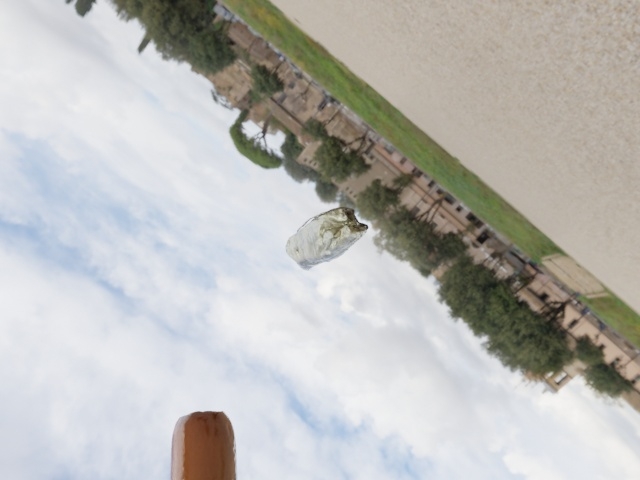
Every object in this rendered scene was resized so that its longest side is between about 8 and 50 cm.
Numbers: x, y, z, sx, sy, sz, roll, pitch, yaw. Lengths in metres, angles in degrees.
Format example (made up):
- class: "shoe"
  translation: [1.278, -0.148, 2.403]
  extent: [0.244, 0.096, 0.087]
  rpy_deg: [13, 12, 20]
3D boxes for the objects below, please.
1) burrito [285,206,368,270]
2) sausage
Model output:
- class: "burrito"
  translation: [0.001, 0.002, 0.681]
  extent: [0.229, 0.058, 0.063]
  rpy_deg: [146, 111, -69]
- class: "sausage"
  translation: [-0.128, 0.287, 0.527]
  extent: [0.076, 0.076, 0.197]
  rpy_deg: [26, -137, -42]
